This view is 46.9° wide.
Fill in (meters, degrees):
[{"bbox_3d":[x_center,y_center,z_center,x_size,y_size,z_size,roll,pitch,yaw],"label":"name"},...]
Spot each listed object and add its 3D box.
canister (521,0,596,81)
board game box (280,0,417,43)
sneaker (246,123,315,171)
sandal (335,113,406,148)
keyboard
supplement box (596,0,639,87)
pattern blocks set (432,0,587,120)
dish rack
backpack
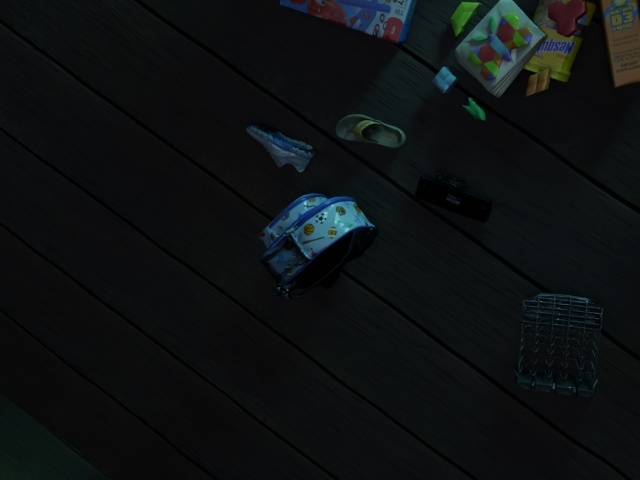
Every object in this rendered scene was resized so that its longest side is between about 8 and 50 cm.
[{"bbox_3d":[0.513,-0.448,1.615,0.126,0.073,0.169,22,112,13],"label":"canister"},{"bbox_3d":[0.093,-0.646,1.689,0.302,0.086,0.308,21,113,11],"label":"board game box"},{"bbox_3d":[-0.114,-0.235,1.908,0.191,0.071,0.083,29,120,9],"label":"sneaker"},{"bbox_3d":[0.121,-0.266,1.824,0.180,0.049,0.072,17,112,14],"label":"sandal"},{"bbox_3d":[0.334,-0.117,1.816,0.192,0.038,0.100,21,136,10],"label":"keyboard"},{"bbox_3d":[0.640,-0.449,1.569,0.078,0.080,0.233,-11,101,20],"label":"supplement box"},{"bbox_3d":[0.398,-0.429,1.630,0.285,0.026,0.324,42,118,27],"label":"pattern blocks set"},{"bbox_3d":[0.588,0.257,1.824,0.208,0.074,0.271,5,107,16],"label":"dish rack"},{"bbox_3d":[0.000,0.000,1.856,0.263,0.276,0.213,-35,80,22],"label":"backpack"}]
